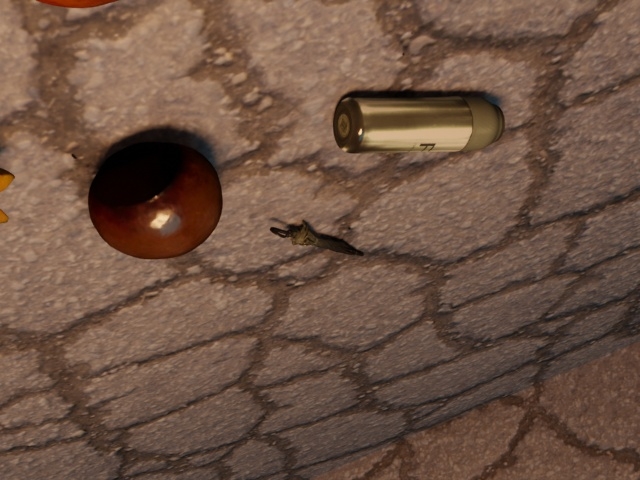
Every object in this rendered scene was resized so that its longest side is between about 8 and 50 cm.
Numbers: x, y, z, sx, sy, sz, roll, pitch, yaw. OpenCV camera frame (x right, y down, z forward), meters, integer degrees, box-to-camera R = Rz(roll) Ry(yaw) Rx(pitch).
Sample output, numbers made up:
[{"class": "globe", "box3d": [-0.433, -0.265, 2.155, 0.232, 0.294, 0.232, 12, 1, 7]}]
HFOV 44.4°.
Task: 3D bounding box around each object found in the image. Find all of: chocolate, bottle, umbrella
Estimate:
[{"class": "chocolate", "box3d": [-0.202, -0.042, 1.001, 0.177, 0.176, 0.176, -16, 148, -10]}, {"class": "bottle", "box3d": [0.139, -0.163, 1.107, 0.254, 0.079, 0.096, -5, -177, -25]}, {"class": "umbrella", "box3d": [-0.004, -0.003, 1.310, 0.269, 0.044, 0.044, 14, 108, -56]}]

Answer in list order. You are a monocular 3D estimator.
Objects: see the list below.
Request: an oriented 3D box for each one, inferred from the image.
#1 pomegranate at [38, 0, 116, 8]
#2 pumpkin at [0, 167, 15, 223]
[{"class": "pomegranate", "box3d": [-0.201, -0.281, 0.614, 0.191, 0.191, 0.191, -16, 148, -10]}, {"class": "pumpkin", "box3d": [-0.459, -0.095, 0.842, 0.254, 0.149, 0.130, 42, 69, -51]}]
